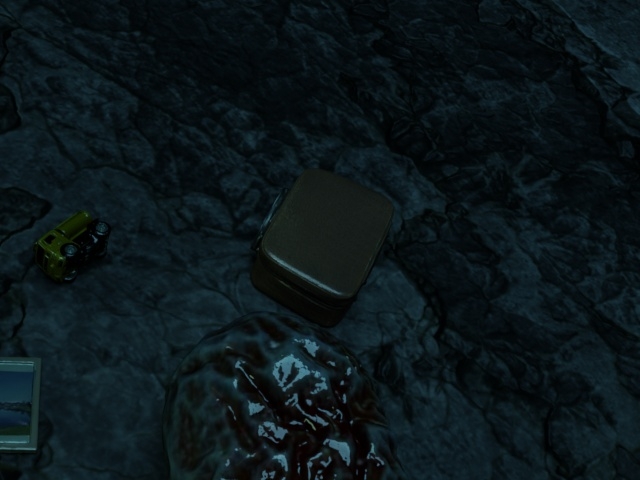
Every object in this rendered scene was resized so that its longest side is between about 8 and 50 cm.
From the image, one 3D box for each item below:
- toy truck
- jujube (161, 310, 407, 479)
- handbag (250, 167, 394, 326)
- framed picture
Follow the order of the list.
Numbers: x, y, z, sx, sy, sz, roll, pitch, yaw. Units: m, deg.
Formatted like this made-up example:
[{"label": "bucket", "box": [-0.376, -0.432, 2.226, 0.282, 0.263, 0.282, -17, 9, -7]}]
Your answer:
[{"label": "toy truck", "box": [-0.285, 0.007, 1.125, 0.054, 0.049, 0.083, 35, 47, 12]}, {"label": "jujube", "box": [-0.029, 0.226, 0.925, 0.226, 0.226, 0.317, -4, 52, -24]}, {"label": "handbag", "box": [0.000, 0.000, 1.225, 0.151, 0.072, 0.193, 28, 49, 4]}, {"label": "framed picture", "box": [-0.359, 0.163, 0.991, 0.149, 0.011, 0.109, 4, 50, -17]}]
